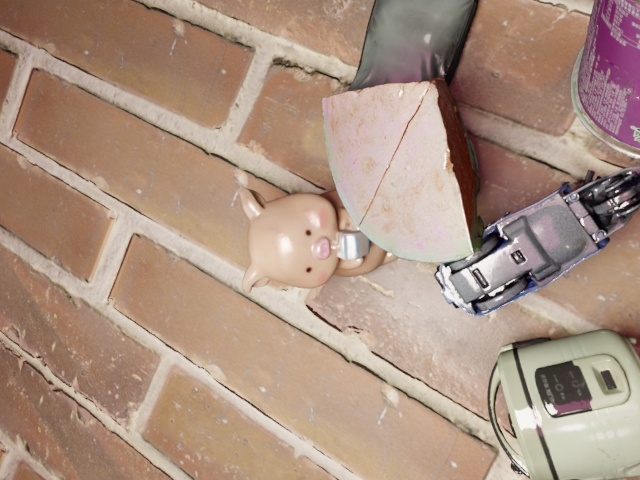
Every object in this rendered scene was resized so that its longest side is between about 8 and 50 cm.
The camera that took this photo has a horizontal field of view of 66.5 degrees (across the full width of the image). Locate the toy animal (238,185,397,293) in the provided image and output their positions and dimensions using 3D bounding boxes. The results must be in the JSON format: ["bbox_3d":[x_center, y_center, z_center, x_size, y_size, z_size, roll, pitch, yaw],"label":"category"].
[{"bbox_3d":[-0.001,0.001,0.900,0.213,0.256,0.195,9,101,36],"label":"toy animal"}]

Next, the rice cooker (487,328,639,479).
[{"bbox_3d":[0.388,0.257,0.763,0.244,0.226,0.226,-20,83,22],"label":"rice cooker"}]

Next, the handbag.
[{"bbox_3d":[0.161,-0.341,0.927,0.191,0.075,0.332,20,94,16],"label":"handbag"}]

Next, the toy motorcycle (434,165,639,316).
[{"bbox_3d":[0.346,-0.004,0.789,0.358,0.212,0.125,-34,84,21],"label":"toy motorcycle"}]

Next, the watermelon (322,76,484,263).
[{"bbox_3d":[0.175,-0.129,0.794,0.319,0.222,0.292,-1,100,60],"label":"watermelon"}]

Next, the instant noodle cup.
[{"bbox_3d":[0.510,-0.307,0.639,0.340,0.266,0.340,-11,64,24],"label":"instant noodle cup"}]
